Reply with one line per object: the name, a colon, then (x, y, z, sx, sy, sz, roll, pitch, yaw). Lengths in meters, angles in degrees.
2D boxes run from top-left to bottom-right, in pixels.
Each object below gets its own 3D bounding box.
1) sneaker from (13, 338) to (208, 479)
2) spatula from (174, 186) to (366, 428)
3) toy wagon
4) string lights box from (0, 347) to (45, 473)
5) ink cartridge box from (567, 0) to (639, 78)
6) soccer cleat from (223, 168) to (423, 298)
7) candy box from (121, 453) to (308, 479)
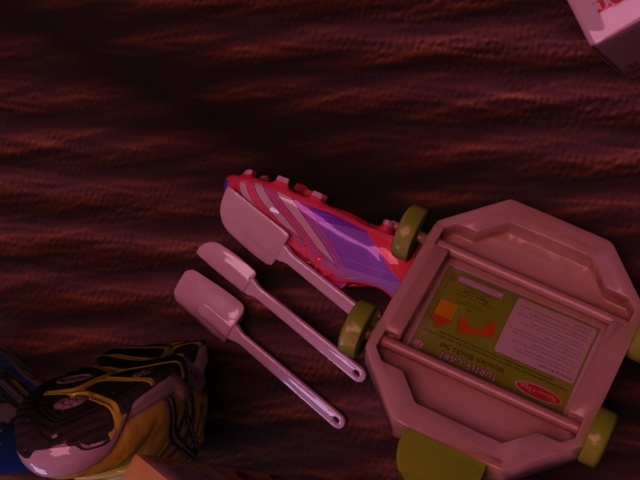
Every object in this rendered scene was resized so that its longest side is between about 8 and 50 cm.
sneaker: (-0.177, 0.187, 1.558, 0.145, 0.384, 0.147, -7, 92, 13)
spatula: (-0.038, 0.077, 1.673, 0.242, 0.019, 0.168, 39, 120, 13)
toy wagon: (0.152, 0.119, 1.505, 0.267, 0.068, 0.344, 24, 63, 13)
string lights box: (-0.376, 0.180, 1.693, 0.133, 0.259, 0.077, 39, 100, 19)
ink cartridge box: (0.301, -0.323, 1.503, 0.198, 0.197, 0.270, -28, 77, 17)
soccer cleat: (0.000, 0.000, 1.658, 0.248, 0.083, 0.095, 21, 91, 18)
candy box: (-0.088, 0.316, 1.535, 0.087, 0.316, 0.183, 33, 98, 38)
